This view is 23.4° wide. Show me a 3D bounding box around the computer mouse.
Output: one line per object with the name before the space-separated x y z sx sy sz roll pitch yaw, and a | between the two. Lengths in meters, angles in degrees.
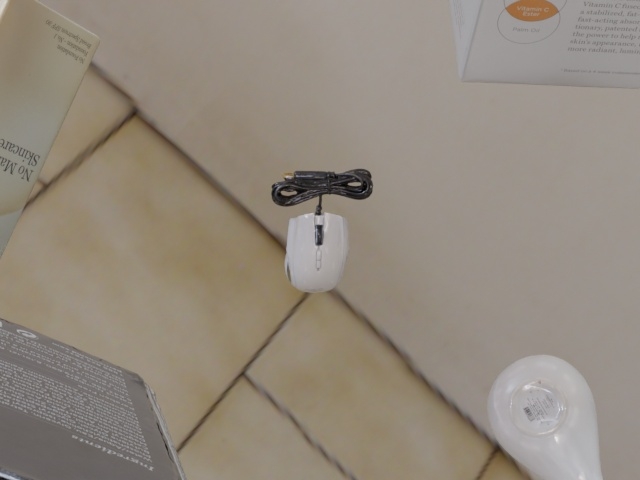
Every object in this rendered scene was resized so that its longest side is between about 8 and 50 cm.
computer mouse | 0.000 0.000 1.668 0.106 0.193 0.042 -3 47 -4

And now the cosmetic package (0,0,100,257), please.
cosmetic package | -0.386 -0.124 1.705 0.160 0.113 0.309 25 88 -57

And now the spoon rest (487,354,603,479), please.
spoon rest | 0.310 0.274 1.964 0.276 0.137 0.084 65 8 23

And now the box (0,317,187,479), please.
box | -0.337 0.343 1.309 0.297 0.472 0.480 23 95 -17

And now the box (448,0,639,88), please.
box | 0.229 -0.290 1.162 0.215 0.345 0.168 2 53 -7
